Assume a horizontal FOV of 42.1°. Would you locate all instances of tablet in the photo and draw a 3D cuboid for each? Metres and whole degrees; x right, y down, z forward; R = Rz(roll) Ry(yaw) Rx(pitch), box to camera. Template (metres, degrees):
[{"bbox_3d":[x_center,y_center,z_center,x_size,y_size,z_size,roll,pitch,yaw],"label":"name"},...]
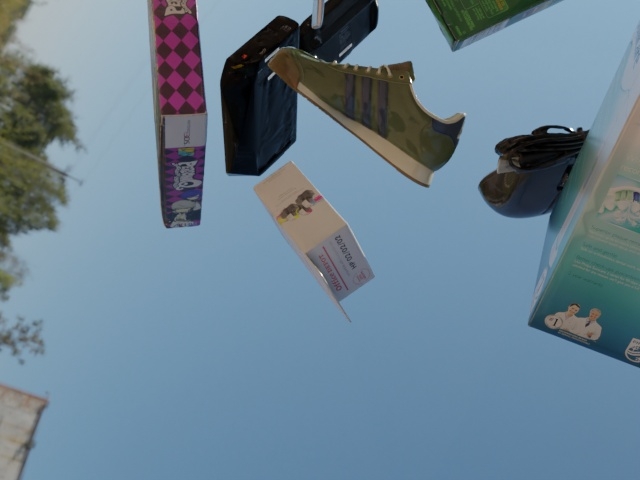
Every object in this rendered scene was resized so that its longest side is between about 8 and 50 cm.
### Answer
[{"bbox_3d":[0.000,-0.214,0.671,0.054,0.006,0.083,-117,-149,-77],"label":"tablet"}]

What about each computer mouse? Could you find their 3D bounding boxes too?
[{"bbox_3d":[0.283,-0.076,1.056,0.272,0.188,0.072,117,-40,-77],"label":"computer mouse"}]

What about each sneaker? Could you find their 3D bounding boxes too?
[{"bbox_3d":[0.051,-0.139,0.781,0.086,0.192,0.064,-52,-174,13],"label":"sneaker"}]

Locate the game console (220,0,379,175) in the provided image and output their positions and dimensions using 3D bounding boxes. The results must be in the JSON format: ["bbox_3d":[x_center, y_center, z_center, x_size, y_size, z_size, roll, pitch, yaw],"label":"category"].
[{"bbox_3d":[-0.018,-0.253,1.191,0.361,0.044,0.213,-48,158,-33],"label":"game console"}]

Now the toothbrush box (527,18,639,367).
[{"bbox_3d":[0.314,-0.065,0.786,0.216,0.126,0.295,-58,165,-53],"label":"toothbrush box"}]

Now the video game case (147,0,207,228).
[{"bbox_3d":[-0.133,-0.158,0.758,0.210,0.042,0.232,111,-26,-65],"label":"video game case"}]

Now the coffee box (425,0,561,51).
[{"bbox_3d":[0.191,-0.277,0.830,0.184,0.113,0.040,-27,173,-2],"label":"coffee box"}]

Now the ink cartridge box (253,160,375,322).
[{"bbox_3d":[0.000,0.000,0.975,0.061,0.104,0.181,-35,-134,-4],"label":"ink cartridge box"}]
